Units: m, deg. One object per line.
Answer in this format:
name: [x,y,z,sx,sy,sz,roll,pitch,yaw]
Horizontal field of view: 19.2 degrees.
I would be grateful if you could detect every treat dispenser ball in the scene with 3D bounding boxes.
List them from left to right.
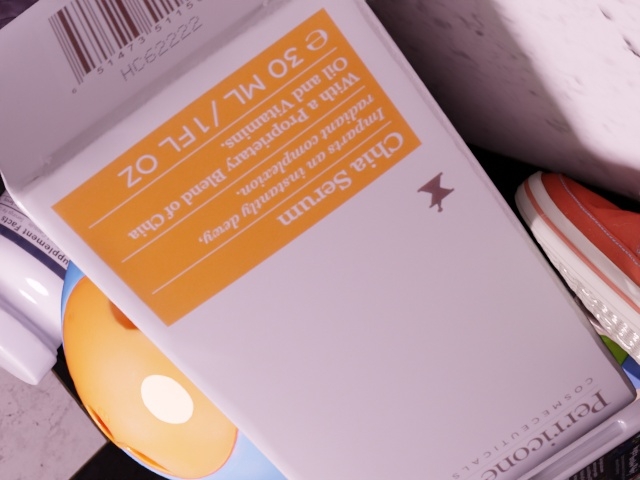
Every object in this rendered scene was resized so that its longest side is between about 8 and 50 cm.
treat dispenser ball: [-0.067,0.060,1.541,0.288,0.288,0.288,35,166,10]

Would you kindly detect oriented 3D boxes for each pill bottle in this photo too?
pill bottle: [-0.237,-0.003,1.793,0.153,0.264,0.153,35,166,10]

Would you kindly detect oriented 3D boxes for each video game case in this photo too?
video game case: [0.186,0.176,1.381,0.022,0.173,0.190,56,177,20]

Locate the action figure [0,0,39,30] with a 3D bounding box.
action figure: [-0.190,-0.152,1.328,0.185,0.285,0.099,-119,28,-55]

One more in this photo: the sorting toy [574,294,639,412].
sorting toy: [0.257,0.129,1.486,0.193,0.038,0.208,35,166,6]

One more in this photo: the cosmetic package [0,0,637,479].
cosmetic package: [0.000,0.000,1.232,0.453,0.230,0.161,49,-174,-41]

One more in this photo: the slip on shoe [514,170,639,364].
slip on shoe: [0.232,0.036,1.144,0.123,0.101,0.331,48,176,-37]
